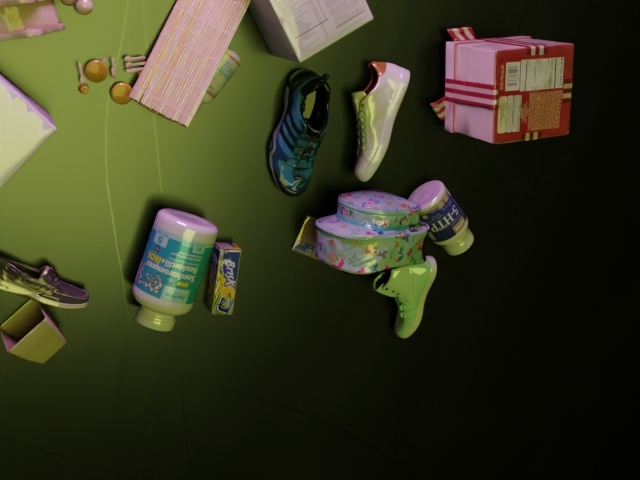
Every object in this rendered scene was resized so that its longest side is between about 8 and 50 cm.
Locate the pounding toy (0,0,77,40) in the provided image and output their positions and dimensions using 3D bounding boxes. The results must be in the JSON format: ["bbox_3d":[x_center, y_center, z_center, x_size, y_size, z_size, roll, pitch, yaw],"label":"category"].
[{"bbox_3d":[-0.602,-0.478,1.665,0.269,0.154,0.155,-7,110,0],"label":"pounding toy"}]

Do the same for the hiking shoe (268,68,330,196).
[{"bbox_3d":[-0.047,-0.244,1.965,0.113,0.132,0.304,0,106,-22],"label":"hiking shoe"}]

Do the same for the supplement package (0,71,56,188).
[{"bbox_3d":[-0.698,-0.189,1.689,0.293,0.175,0.177,-47,116,-2],"label":"supplement package"}]

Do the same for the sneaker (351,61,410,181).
[{"bbox_3d":[0.113,-0.292,2.044,0.123,0.106,0.290,17,92,-17],"label":"sneaker"}]

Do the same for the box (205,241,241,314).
[{"bbox_3d":[-0.235,0.092,2.035,0.054,0.059,0.169,2,106,-25],"label":"box"}]

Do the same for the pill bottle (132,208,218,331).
[{"bbox_3d":[-0.341,0.070,1.936,0.146,0.146,0.264,15,100,-26],"label":"pill bottle"}]

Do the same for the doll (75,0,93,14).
[{"bbox_3d":[-0.499,-0.558,1.727,0.129,0.046,0.189,-14,111,-17],"label":"doll"}]

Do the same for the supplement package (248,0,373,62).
[{"bbox_3d":[-0.054,-0.555,1.825,0.198,0.199,0.263,-33,116,-10],"label":"supplement package"}]

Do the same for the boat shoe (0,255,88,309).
[{"bbox_3d":[-0.616,0.092,1.867,0.223,0.080,0.073,18,104,-22],"label":"boat shoe"}]

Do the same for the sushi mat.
[{"bbox_3d":[-0.282,-0.412,1.819,0.151,0.019,0.317,26,89,4],"label":"sushi mat"}]

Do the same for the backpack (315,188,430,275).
[{"bbox_3d":[0.115,-0.016,2.030,0.253,0.225,0.191,-18,118,-36],"label":"backpack"}]

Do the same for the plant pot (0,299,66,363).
[{"bbox_3d":[-0.635,0.210,1.887,0.109,0.109,0.096,-42,129,-6],"label":"plant pot"}]

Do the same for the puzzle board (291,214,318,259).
[{"bbox_3d":[0.000,0.000,2.131,0.128,0.011,0.096,21,99,-26],"label":"puzzle board"}]

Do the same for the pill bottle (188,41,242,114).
[{"bbox_3d":[-0.253,-0.361,1.868,0.087,0.087,0.160,38,90,-28],"label":"pill bottle"}]

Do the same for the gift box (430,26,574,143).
[{"bbox_3d":[0.427,-0.380,2.046,0.276,0.258,0.255,-4,108,-20],"label":"gift box"}]

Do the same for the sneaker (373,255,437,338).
[{"bbox_3d":[0.195,0.145,2.199,0.151,0.094,0.256,3,123,-18],"label":"sneaker"}]

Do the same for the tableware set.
[{"bbox_3d":[-0.447,-0.346,1.831,0.154,0.024,0.104,-12,114,-20],"label":"tableware set"}]

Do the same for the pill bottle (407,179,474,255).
[{"bbox_3d":[0.317,-0.054,2.188,0.112,0.112,0.187,-43,117,-5],"label":"pill bottle"}]
